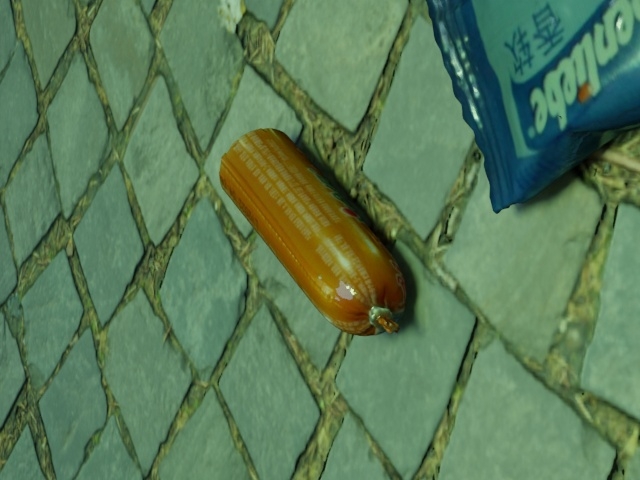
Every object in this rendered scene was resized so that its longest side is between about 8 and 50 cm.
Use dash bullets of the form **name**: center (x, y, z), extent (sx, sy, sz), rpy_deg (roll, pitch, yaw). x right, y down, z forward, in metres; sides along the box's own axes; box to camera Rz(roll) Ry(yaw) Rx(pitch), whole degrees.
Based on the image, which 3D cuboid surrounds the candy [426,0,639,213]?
- **candy**: center (0.184, -0.149, 0.896), extent (0.331, 0.077, 0.187), rpy_deg (-31, 69, 52)

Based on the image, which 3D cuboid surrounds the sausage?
- **sausage**: center (0.000, 0.000, 1.156), extent (0.234, 0.071, 0.071), rpy_deg (50, 127, 45)
